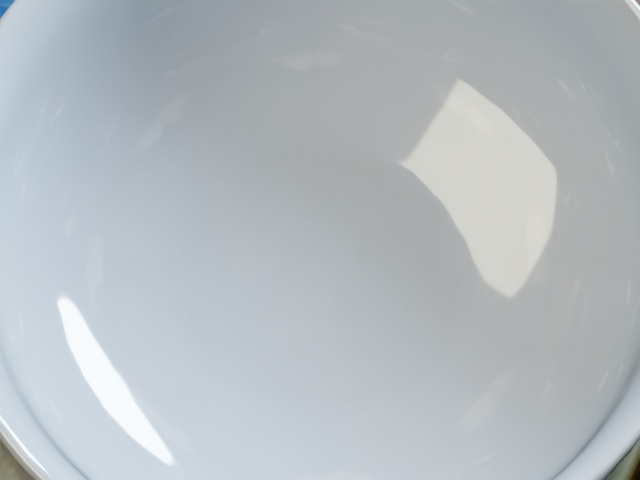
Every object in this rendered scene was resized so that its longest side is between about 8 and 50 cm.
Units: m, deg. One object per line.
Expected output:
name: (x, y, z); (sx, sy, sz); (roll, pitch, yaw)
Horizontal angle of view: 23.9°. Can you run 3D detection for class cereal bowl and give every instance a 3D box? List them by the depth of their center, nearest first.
cereal bowl: (0.000, 0.000, 0.708); (0.338, 0.141, 0.339); (1, 73, -2)

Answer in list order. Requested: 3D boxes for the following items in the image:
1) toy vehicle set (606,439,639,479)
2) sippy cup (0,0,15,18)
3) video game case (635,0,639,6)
toy vehicle set: (0.240, 0.057, 0.655); (0.166, 0.035, 0.267); (25, 89, 33)
sippy cup: (-0.200, -0.030, 0.840); (0.305, 0.240, 0.224); (-12, 81, 37)
video game case: (0.200, -0.238, 0.765); (0.248, 0.035, 0.275); (-35, 61, 18)
